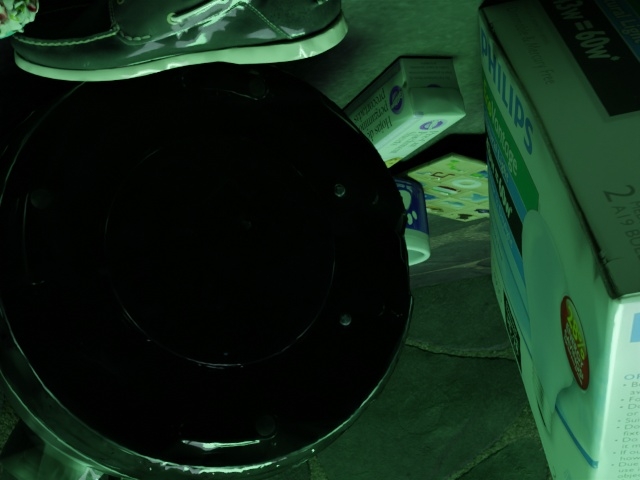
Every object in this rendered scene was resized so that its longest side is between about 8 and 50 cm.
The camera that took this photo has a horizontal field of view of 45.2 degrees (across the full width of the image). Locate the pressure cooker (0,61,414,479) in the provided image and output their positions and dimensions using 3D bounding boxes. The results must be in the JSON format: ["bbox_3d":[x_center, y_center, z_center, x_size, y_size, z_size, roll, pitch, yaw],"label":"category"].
[{"bbox_3d":[-0.147,0.059,0.766,0.369,0.376,0.420,-9,169,-23],"label":"pressure cooker"}]

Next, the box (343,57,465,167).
[{"bbox_3d":[0.047,-0.111,0.888,0.067,0.063,0.324,-6,169,-26],"label":"box"}]

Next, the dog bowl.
[{"bbox_3d":[0.033,-0.017,1.180,0.264,0.104,0.265,-3,170,-1],"label":"dog bowl"}]

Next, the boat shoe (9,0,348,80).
[{"bbox_3d":[-0.102,-0.160,0.515,0.233,0.084,0.079,-5,132,10],"label":"boat shoe"}]

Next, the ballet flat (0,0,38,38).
[{"bbox_3d":[-0.267,-0.143,0.389,0.240,0.091,0.077,-9,148,-28],"label":"ballet flat"}]

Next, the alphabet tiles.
[{"bbox_3d":[0.252,-0.073,1.168,0.285,0.011,0.342,11,168,-23],"label":"alphabet tiles"}]

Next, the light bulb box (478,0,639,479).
[{"bbox_3d":[0.286,0.018,0.654,0.225,0.358,0.361,-11,133,5],"label":"light bulb box"}]
